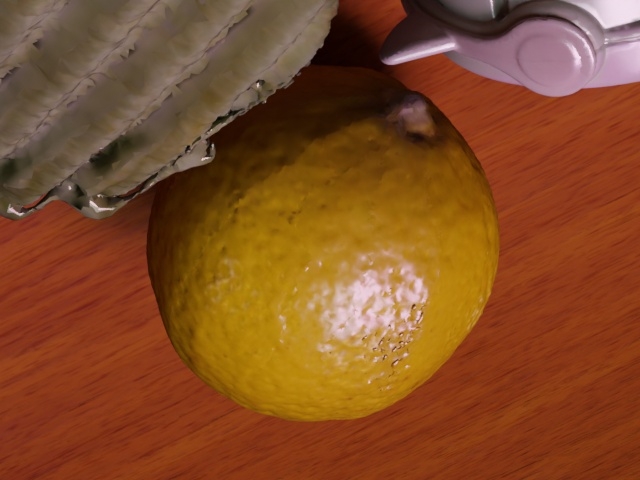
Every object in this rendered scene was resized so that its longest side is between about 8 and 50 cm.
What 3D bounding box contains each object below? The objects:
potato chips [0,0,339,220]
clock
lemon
[{"bbox_3d":[-0.197,-0.122,1.069,0.358,0.070,0.429,17,152,-28],"label":"potato chips"},{"bbox_3d":[0.179,-0.208,1.151,0.324,0.265,0.108,-17,129,-1],"label":"clock"},{"bbox_3d":[0.000,0.001,1.330,0.293,0.293,0.293,-16,147,-11],"label":"lemon"}]
